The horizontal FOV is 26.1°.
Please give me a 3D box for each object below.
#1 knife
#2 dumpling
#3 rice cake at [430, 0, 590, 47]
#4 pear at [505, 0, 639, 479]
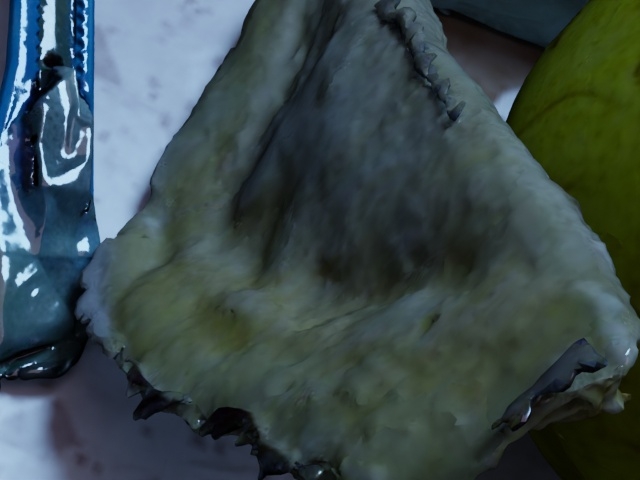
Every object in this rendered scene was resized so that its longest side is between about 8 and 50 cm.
[{"bbox_3d":[-0.104,-0.086,0.519,0.044,0.026,0.296,5,74,-24],"label":"knife"},{"bbox_3d":[0.005,0.000,0.468,0.086,0.166,0.332,45,17,-26],"label":"dumpling"},{"bbox_3d":[0.152,-0.107,0.603,0.211,0.124,0.038,22,63,-16],"label":"rice cake"},{"bbox_3d":[0.196,0.006,0.481,0.283,0.283,0.283,9,62,-17],"label":"pear"}]
